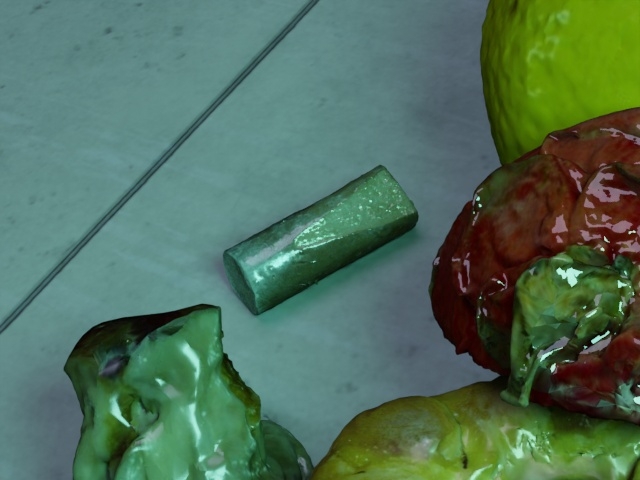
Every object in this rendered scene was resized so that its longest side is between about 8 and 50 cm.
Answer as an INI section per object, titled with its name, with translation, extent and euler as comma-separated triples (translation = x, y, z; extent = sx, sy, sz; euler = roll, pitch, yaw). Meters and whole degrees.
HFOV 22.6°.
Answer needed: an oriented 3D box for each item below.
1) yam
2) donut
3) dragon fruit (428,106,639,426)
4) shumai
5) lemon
[yam]
translation = 0.000, 0.000, 1.381
extent = 0.169, 0.068, 0.068
euler = -30, 43, -7
[donut]
translation = 0.138, 0.193, 0.959
extent = 0.317, 0.150, 0.299
euler = 13, 41, 38
[dragon fruit]
translation = 0.203, 0.010, 0.972
extent = 0.317, 0.152, 0.205
euler = 3, 22, 17
[shumai]
translation = -0.114, 0.189, 1.139
extent = 0.222, 0.203, 0.272
euler = -17, 46, 6
[lemon]
translation = 0.283, -0.127, 1.195
extent = 0.350, 0.350, 0.387
euler = 34, 98, 42
